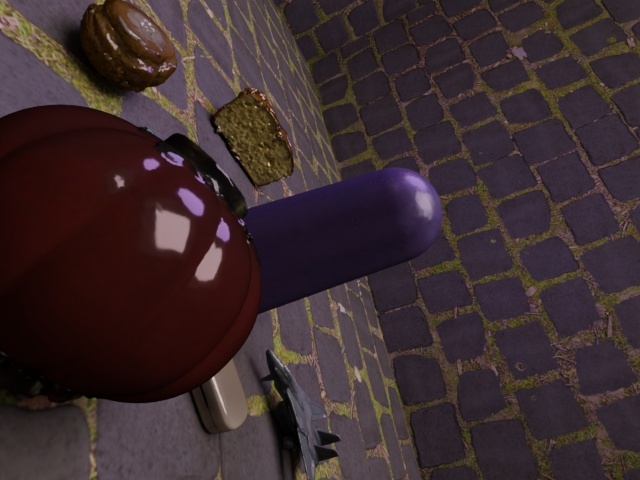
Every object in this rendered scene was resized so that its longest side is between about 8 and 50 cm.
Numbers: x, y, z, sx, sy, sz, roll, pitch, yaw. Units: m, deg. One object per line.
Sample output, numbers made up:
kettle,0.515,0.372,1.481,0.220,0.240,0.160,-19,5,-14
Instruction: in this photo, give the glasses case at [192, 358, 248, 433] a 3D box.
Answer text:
glasses case,-0.175,0.207,0.656,0.196,0.050,0.083,70,17,4

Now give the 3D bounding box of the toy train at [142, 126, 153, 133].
toy train,-0.300,-0.137,0.677,0.122,0.050,0.081,-84,154,-60

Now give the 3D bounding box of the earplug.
earplug,0.000,0.000,0.771,0.215,0.456,0.215,-18,90,-75

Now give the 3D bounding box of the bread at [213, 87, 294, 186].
bread,-0.175,-0.296,1.144,0.260,0.160,0.147,54,13,-36

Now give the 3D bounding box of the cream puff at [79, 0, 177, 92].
cream puff,-0.329,-0.324,0.695,0.165,0.115,0.150,21,43,-59

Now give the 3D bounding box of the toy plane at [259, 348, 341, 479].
toy plane,-0.061,0.342,0.835,0.267,0.088,0.212,58,15,-9

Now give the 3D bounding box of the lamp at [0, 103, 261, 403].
lamp,-0.201,0.017,0.402,0.303,0.257,0.303,39,-18,16
